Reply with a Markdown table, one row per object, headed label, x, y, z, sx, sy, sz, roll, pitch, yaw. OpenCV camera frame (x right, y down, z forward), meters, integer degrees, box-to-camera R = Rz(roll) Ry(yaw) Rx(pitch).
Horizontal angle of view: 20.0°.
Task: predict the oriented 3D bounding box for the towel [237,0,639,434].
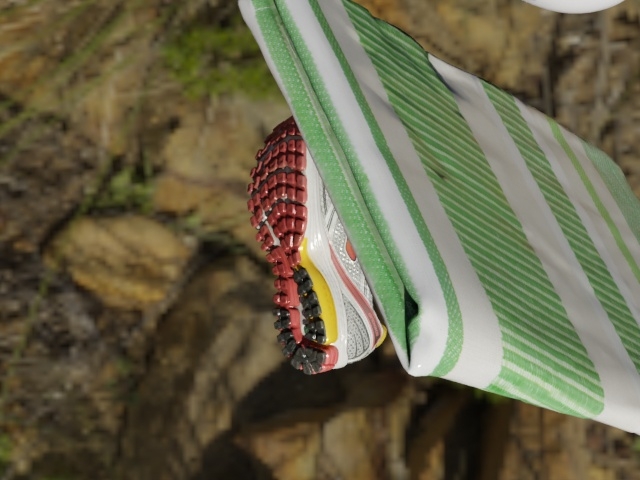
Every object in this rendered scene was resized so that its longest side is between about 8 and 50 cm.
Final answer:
| label | x | y | z | sx | sy | sz | roll | pitch | yaw |
| --- | --- | --- | --- | --- | --- | --- | --- | --- | --- |
| towel | 0.105 | 0.002 | 0.931 | 0.325 | 0.038 | 0.247 | 22 | 35 | -48 |

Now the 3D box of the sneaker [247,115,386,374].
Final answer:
| label | x | y | z | sx | sy | sz | roll | pitch | yaw |
| --- | --- | --- | --- | --- | --- | --- | --- | --- | --- |
| sneaker | 0.000 | 0.000 | 1.578 | 0.093 | 0.088 | 0.225 | -8 | 88 | -37 |

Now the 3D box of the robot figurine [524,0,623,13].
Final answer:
| label | x | y | z | sx | sy | sz | roll | pitch | yaw |
| --- | --- | --- | --- | --- | --- | --- | --- | --- | --- |
| robot figurine | 0.209 | -0.307 | 1.348 | 0.209 | 0.174 | 0.278 | 6 | 116 | -57 |
